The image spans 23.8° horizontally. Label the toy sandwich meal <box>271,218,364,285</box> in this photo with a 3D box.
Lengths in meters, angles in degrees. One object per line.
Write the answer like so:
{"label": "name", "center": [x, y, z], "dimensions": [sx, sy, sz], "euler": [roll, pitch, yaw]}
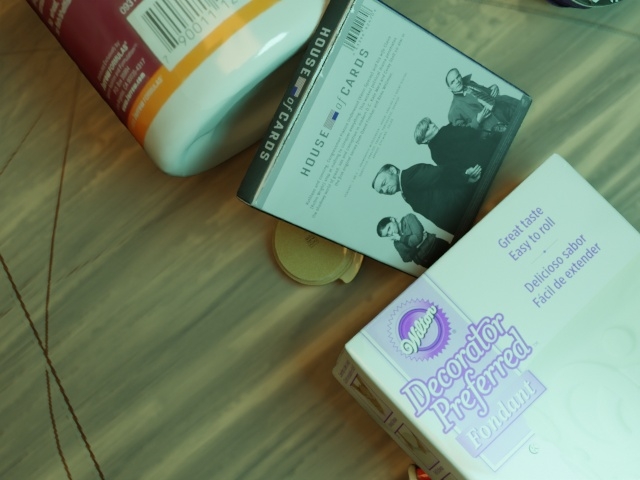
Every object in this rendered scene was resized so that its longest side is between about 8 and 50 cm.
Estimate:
{"label": "toy sandwich meal", "center": [0.000, 0.000, 1.293], "dimensions": [0.086, 0.029, 0.085], "euler": [1, 93, 20]}

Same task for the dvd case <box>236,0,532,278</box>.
{"label": "dvd case", "center": [0.057, -0.075, 1.192], "dimensions": [0.029, 0.239, 0.179], "euler": [29, 94, 44]}

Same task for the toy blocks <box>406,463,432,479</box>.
{"label": "toy blocks", "center": [0.121, 0.235, 1.249], "dimensions": [0.148, 0.054, 0.123], "euler": [-19, 84, 9]}

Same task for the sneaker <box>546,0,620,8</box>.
{"label": "sneaker", "center": [0.177, -0.324, 1.208], "dimensions": [0.107, 0.124, 0.283], "euler": [-10, 98, -12]}

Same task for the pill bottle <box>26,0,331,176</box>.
{"label": "pill bottle", "center": [-0.155, -0.265, 1.230], "dimensions": [0.224, 0.224, 0.392], "euler": [-39, 82, 6]}

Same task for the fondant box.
{"label": "fondant box", "center": [0.208, 0.133, 1.182], "dimensions": [0.238, 0.096, 0.330], "euler": [-42, 80, -15]}
